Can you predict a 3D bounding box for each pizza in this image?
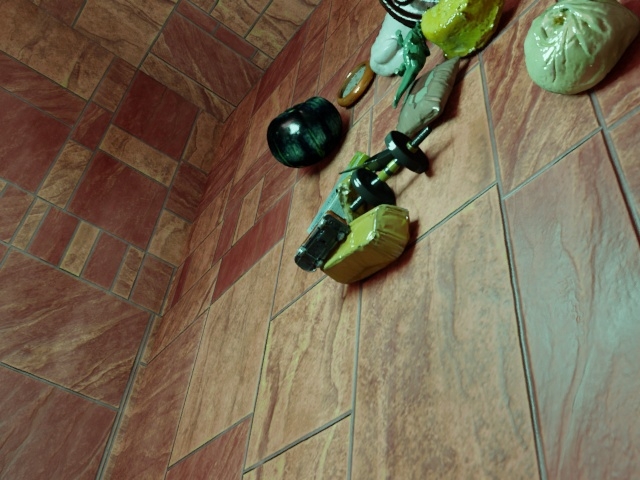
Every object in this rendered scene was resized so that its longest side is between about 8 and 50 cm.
[{"bbox_3d":[0.103,-0.123,1.912,0.062,0.182,0.162,12,90,26],"label":"pizza"}]

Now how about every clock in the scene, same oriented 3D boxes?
[{"bbox_3d":[0.138,-0.603,2.492,0.205,0.051,0.205,-45,26,29],"label":"clock"}]

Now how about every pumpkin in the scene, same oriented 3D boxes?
[{"bbox_3d":[-0.054,-0.390,2.411,0.315,0.239,0.315,-31,19,12],"label":"pumpkin"}]

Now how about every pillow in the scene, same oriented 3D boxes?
[{"bbox_3d":[0.304,-0.409,1.867,0.223,0.084,0.236,-28,37,53],"label":"pillow"}]

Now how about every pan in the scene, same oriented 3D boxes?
[{"bbox_3d":[0.160,-0.225,1.903,0.201,0.048,0.128,-22,9,13],"label":"pan"}]

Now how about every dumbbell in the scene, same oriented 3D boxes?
[{"bbox_3d":[0.189,-0.192,1.769,0.325,0.143,0.143,-47,26,28],"label":"dumbbell"}]

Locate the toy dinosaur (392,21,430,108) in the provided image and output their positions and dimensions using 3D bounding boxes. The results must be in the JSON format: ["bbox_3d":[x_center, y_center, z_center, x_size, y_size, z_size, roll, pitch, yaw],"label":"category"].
[{"bbox_3d":[0.257,-0.534,1.897,0.079,0.120,0.292,-5,49,47],"label":"toy dinosaur"}]

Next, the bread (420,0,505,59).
[{"bbox_3d":[0.397,-0.609,1.827,0.260,0.160,0.147,-15,53,57],"label":"bread"}]

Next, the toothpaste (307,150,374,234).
[{"bbox_3d":[0.070,-0.133,2.051,0.313,0.071,0.089,-58,19,6],"label":"toothpaste"}]

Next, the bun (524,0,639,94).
[{"bbox_3d":[0.530,-0.430,1.343,0.244,0.153,0.244,-42,26,27],"label":"bun"}]

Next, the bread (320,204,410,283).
[{"bbox_3d":[0.116,0.012,1.708,0.288,0.119,0.153,-34,37,49],"label":"bread"}]

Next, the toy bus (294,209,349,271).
[{"bbox_3d":[0.000,0.000,1.729,0.174,0.079,0.077,-52,14,22],"label":"toy bus"}]

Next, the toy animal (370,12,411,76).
[{"bbox_3d":[0.284,-0.706,2.175,0.358,0.193,0.258,-62,29,30],"label":"toy animal"}]

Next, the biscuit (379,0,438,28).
[{"bbox_3d":[0.348,-0.846,1.964,0.407,0.407,0.091,-53,-19,17],"label":"biscuit"}]

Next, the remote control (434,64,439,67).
[{"bbox_3d":[0.340,-0.507,2.001,0.091,0.016,0.034,-51,29,22],"label":"remote control"}]
